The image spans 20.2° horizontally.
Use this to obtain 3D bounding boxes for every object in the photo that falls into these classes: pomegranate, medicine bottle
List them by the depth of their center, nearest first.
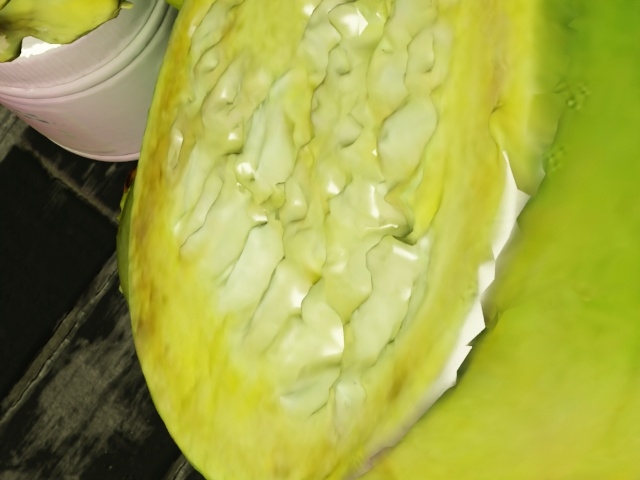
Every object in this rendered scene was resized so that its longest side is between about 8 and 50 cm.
[{"bbox_3d":[0.044,-0.022,0.475,0.159,0.190,0.241,9,-167,-33],"label":"pomegranate"},{"bbox_3d":[-0.146,-0.142,1.049,0.152,0.152,0.254,36,177,11],"label":"medicine bottle"}]

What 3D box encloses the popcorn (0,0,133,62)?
[{"bbox_3d":[-0.143,-0.156,0.574,0.204,0.183,0.221,19,154,35],"label":"popcorn"}]

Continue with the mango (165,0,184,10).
[{"bbox_3d":[-0.048,-0.133,0.796,0.091,0.074,0.165,34,177,13],"label":"mango"}]

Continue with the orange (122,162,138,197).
[{"bbox_3d":[-0.008,0.028,1.366,0.274,0.274,0.310,35,170,39],"label":"orange"}]

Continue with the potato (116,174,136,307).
[{"bbox_3d":[-0.002,0.002,1.072,0.216,0.216,0.304,36,-179,11],"label":"potato"}]
